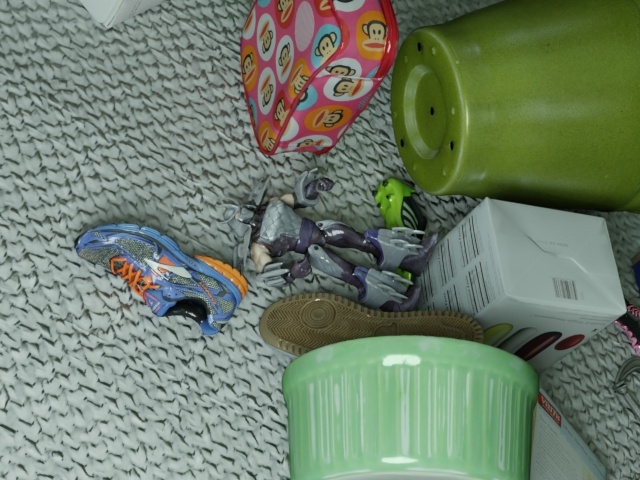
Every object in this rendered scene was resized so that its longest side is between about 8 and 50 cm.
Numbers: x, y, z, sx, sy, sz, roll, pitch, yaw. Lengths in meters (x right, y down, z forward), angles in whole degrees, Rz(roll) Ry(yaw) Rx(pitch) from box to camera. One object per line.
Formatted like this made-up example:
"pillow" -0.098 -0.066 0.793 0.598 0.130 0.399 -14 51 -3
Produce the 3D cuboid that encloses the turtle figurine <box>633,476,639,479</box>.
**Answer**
"turtle figurine" 0.459 0.321 1.824 0.087 0.217 0.269 18 50 -7

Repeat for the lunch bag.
"lunch bag" -0.017 -0.279 1.882 0.120 0.293 0.258 -2 63 -27

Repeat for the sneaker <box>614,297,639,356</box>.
"sneaker" 0.466 0.115 2.072 0.047 0.057 0.119 -31 78 -38

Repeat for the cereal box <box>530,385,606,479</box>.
"cereal box" 0.296 0.321 1.776 0.173 0.047 0.240 51 30 -20

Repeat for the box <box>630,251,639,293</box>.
"box" 0.556 0.126 2.131 0.136 0.036 0.225 8 56 -26

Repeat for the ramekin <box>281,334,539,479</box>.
"ramekin" 0.103 0.232 1.627 0.303 0.303 0.148 14 62 -23

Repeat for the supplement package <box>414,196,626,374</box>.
"supplement package" 0.260 0.066 1.883 0.194 0.203 0.149 9 57 -25

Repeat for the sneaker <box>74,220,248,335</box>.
"sneaker" -0.195 0.045 1.708 0.221 0.083 0.087 22 60 -13

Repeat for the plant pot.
"plant pot" 0.302 -0.197 2.015 0.353 0.366 0.366 -8 65 -21

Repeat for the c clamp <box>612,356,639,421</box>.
"c clamp" 0.470 0.245 2.013 0.137 0.022 0.161 -17 71 -37

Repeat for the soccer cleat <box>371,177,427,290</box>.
"soccer cleat" 0.119 -0.008 1.944 0.072 0.060 0.179 16 52 -34

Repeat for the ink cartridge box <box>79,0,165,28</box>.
"ink cartridge box" -0.246 -0.443 1.964 0.198 0.115 0.273 49 49 5

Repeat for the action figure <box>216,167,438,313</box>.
"action figure" 0.000 0.000 1.830 0.285 0.099 0.185 20 63 -6

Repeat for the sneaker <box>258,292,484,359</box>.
"sneaker" 0.065 0.152 1.795 0.282 0.153 0.099 5 57 8
